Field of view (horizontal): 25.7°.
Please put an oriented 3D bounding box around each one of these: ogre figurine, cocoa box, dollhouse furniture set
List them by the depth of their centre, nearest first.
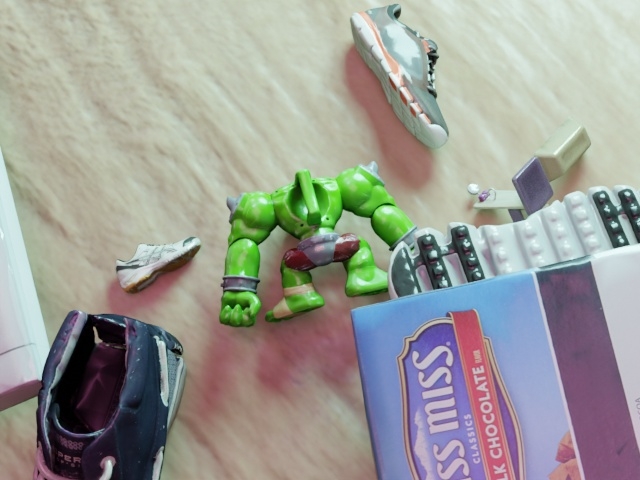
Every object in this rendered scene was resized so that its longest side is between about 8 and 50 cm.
[{"bbox_3d":[0.164,0.175,1.029,0.227,0.347,0.232,-11,71,4],"label":"cocoa box"},{"bbox_3d":[0.000,0.000,1.241,0.197,0.097,0.118,-16,82,14],"label":"ogre figurine"},{"bbox_3d":[0.194,-0.051,1.277,0.081,0.091,0.114,3,39,49],"label":"dollhouse furniture set"}]

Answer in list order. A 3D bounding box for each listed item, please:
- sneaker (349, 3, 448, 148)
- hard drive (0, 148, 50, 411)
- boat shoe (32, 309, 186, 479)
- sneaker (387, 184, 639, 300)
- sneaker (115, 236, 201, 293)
[{"bbox_3d":[0.087,-0.160,1.300,0.064,0.061,0.158,-26,72,-8],"label":"sneaker"},{"bbox_3d":[-0.383,0.006,1.283,0.233,0.047,0.353,-24,70,17],"label":"hard drive"},{"bbox_3d":[-0.203,0.217,1.162,0.127,0.158,0.341,7,73,9],"label":"boat shoe"},{"bbox_3d":[0.201,0.032,1.199,0.292,0.118,0.110,-8,58,-2],"label":"sneaker"},{"bbox_3d":[-0.151,0.014,1.287,0.083,0.032,0.037,-29,71,-3],"label":"sneaker"}]
